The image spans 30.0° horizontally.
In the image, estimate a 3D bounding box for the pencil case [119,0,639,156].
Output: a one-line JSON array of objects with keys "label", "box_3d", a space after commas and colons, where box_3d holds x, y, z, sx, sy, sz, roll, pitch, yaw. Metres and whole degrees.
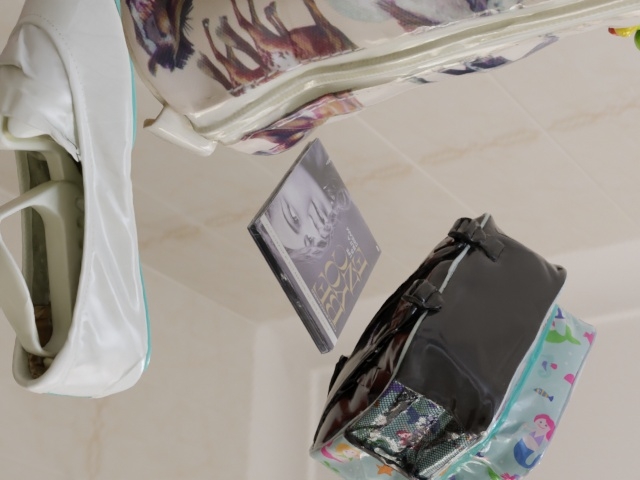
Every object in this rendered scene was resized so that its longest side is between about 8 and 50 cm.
[{"label": "pencil case", "box_3d": [0.077, -0.152, 0.606, 0.410, 0.160, 0.183, -12, -134, 40]}]

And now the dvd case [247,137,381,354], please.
[{"label": "dvd case", "box_3d": [0.000, 0.000, 1.326, 0.018, 0.164, 0.221, -20, -160, 28]}]

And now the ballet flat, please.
[{"label": "ballet flat", "box_3d": [-0.227, -0.054, 1.023, 0.139, 0.139, 0.400, 1, -82, 38]}]

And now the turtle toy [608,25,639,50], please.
[{"label": "turtle toy", "box_3d": [0.353, -0.265, 1.354, 0.095, 0.066, 0.130, -41, -90, -14]}]

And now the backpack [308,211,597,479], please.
[{"label": "backpack", "box_3d": [0.109, 0.128, 1.065, 0.253, 0.191, 0.225, -47, -175, 46]}]
